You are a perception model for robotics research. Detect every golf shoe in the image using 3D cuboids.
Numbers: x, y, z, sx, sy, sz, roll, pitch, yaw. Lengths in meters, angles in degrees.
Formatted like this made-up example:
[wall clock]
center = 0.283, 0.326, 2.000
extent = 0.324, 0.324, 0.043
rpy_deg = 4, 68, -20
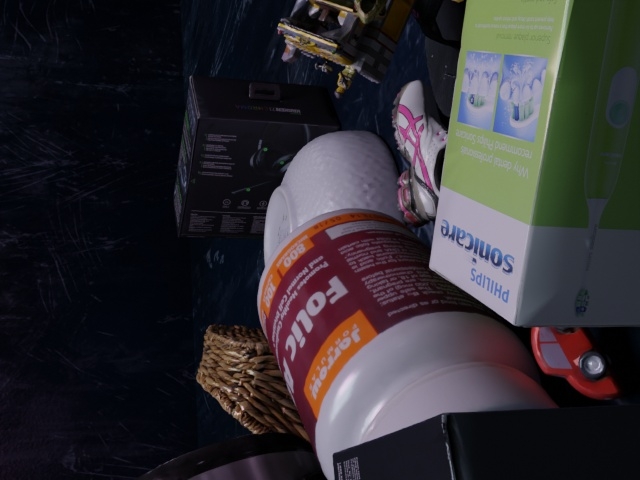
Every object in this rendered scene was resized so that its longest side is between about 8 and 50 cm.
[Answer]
[golf shoe]
center = 0.135, -0.110, 0.950
extent = 0.086, 0.067, 0.186
rpy_deg = -21, 64, 40

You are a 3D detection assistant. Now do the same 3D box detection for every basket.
[basket]
center = -0.105, 0.270, 1.372
extent = 0.299, 0.213, 0.223
rpy_deg = -174, 93, -72

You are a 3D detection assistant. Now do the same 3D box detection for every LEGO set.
[LEGO set]
center = 0.058, -0.213, 0.696
extent = 0.192, 0.331, 0.255
rpy_deg = -66, -20, 7

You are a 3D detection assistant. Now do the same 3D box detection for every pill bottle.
[pill bottle]
center = 0.080, 0.135, 0.817
extent = 0.392, 0.224, 0.224
rpy_deg = -126, 41, -62

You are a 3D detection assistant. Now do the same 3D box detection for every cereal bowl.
[cereal bowl]
center = 0.000, 0.000, 1.217
extent = 0.339, 0.141, 0.339
rpy_deg = -178, 90, -73

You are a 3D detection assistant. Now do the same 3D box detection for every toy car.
[toy car]
center = 0.167, 0.010, 0.703
extent = 0.053, 0.239, 0.225
rpy_deg = -33, 16, 19

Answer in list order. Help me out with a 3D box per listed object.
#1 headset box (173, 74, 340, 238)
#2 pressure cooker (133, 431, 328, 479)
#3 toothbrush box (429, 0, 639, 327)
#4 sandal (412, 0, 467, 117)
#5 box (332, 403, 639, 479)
[headset box]
center = -0.120, -0.146, 1.423
extent = 0.131, 0.246, 0.283
rpy_deg = -108, 25, -44
[pressure cooker]
center = -0.088, 0.514, 1.052
extent = 0.420, 0.369, 0.376
rpy_deg = 63, 149, 31
[toothbrush box]
center = 0.199, -0.099, 0.493
extent = 0.122, 0.206, 0.283
rpy_deg = -142, 55, -67
[sandal]
center = 0.141, -0.355, 0.853
extent = 0.167, 0.107, 0.446
rpy_deg = -148, 60, -70
[box]
center = 0.161, 0.163, 0.503
extent = 0.184, 0.261, 0.103
rpy_deg = 135, 134, -64
